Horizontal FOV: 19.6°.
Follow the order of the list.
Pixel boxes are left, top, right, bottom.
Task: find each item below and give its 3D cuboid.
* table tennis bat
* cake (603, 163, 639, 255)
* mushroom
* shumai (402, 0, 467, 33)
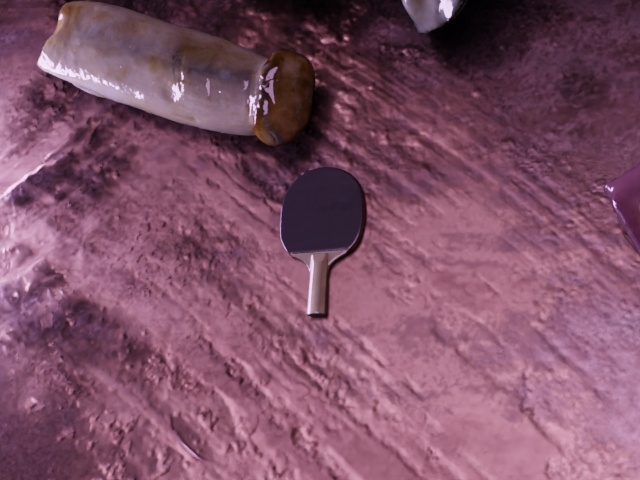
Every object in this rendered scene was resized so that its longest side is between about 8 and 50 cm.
[{"bbox_3d":[0.000,0.000,1.815,0.087,0.013,0.156,-2,69,16],"label":"table tennis bat"},{"bbox_3d":[0.410,0.040,1.548,0.230,0.237,0.309,-29,63,5],"label":"cake"},{"bbox_3d":[-0.144,-0.171,1.892,0.312,0.081,0.100,17,73,27],"label":"mushroom"},{"bbox_3d":[0.047,-0.367,1.769,0.292,0.330,0.288,-28,51,-21],"label":"shumai"}]
